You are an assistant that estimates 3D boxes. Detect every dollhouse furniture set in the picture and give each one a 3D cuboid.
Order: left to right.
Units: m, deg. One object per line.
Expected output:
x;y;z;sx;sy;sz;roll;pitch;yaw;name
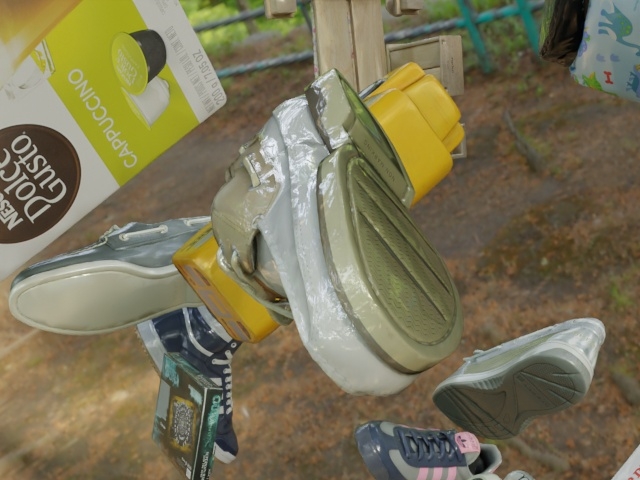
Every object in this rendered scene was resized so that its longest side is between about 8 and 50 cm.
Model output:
0.052;-0.268;1.672;0.355;0.304;0.173;-8;6;-28;dollhouse furniture set

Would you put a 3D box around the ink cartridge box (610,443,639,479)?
0.595;0.449;1.535;0.201;0.117;0.278;-55;48;11;ink cartridge box

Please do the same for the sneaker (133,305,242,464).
-0.159;0.211;1.529;0.153;0.282;0.099;-29;20;-5;sneaker

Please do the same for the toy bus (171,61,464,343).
0.013;-0.047;0.965;0.332;0.108;0.130;-41;12;-18;toy bus

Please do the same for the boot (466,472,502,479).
0.227;0.379;1.042;0.088;0.176;0.244;-43;38;45;boot

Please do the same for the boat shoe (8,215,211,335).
-0.228;0.033;1.198;0.319;0.116;0.099;-10;47;-28;boat shoe

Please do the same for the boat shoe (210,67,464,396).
0.000;0.000;0.549;0.103;0.113;0.302;-34;21;13;boat shoe

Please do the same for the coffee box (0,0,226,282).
-0.371;-0.228;1.054;0.334;0.338;0.338;-40;47;-14;coffee box

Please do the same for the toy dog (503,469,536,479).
0.262;0.562;1.826;0.220;0.161;0.334;12;71;34;toy dog

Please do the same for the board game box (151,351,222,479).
-0.176;0.227;1.269;0.026;0.126;0.186;7;5;-26;board game box

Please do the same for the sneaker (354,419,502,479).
0.177;0.333;1.566;0.131;0.319;0.112;-31;58;23;sneaker

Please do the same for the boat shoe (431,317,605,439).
0.274;0.194;1.373;0.103;0.118;0.320;-47;1;-34;boat shoe

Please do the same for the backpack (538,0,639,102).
0.478;-0.295;1.260;0.355;0.290;0.274;8;57;5;backpack
